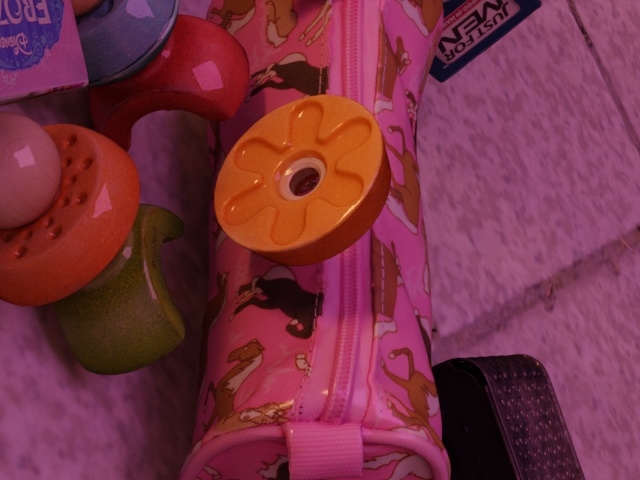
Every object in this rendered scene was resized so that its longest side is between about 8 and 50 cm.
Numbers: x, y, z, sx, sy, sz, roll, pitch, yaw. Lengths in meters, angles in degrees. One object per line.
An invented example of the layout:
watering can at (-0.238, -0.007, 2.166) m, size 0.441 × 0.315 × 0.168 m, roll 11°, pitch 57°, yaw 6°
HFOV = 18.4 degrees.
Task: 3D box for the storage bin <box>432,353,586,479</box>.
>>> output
storage bin at (0.096, 0.171, 1.232) m, size 0.084 × 0.122 × 0.180 m, roll 3°, pitch 65°, yaw -56°

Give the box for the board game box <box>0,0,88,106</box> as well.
board game box at (-0.226, -0.198, 0.815) m, size 0.318 × 0.065 × 0.318 m, roll -27°, pitch 105°, yaw -68°

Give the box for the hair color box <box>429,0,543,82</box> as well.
hair color box at (-0.001, -0.274, 1.395) m, size 0.347 × 0.105 × 0.174 m, roll 34°, pitch 28°, yaw -39°

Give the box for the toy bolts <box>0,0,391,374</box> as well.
toy bolts at (-0.093, -0.080, 1.060) m, size 0.158 × 0.218 × 0.229 m, roll 50°, pitch 24°, yaw -46°

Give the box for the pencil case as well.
pencil case at (0.000, 0.000, 1.173) m, size 0.167 × 0.160 × 0.386 m, roll 46°, pitch 36°, yaw -45°
